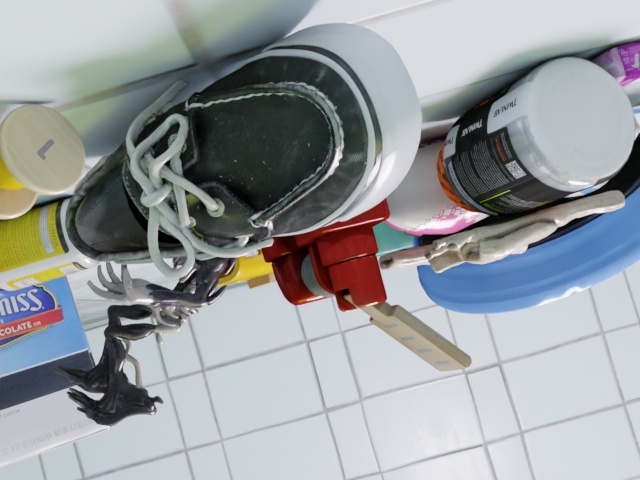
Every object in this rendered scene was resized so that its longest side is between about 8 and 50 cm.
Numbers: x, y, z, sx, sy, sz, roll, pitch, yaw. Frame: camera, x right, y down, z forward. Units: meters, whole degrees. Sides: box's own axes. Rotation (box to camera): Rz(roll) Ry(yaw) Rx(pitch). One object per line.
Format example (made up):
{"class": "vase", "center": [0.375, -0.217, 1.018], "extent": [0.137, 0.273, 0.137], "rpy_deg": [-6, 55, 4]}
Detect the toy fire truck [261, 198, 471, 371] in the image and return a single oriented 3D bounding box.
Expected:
{"class": "toy fire truck", "center": [0.034, 0.032, 0.884], "extent": [0.159, 0.246, 0.217], "rpy_deg": [-13, 175, -16]}

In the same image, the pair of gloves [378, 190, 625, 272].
{"class": "pair of gloves", "center": [0.189, 0.002, 0.926], "extent": [0.204, 0.042, 0.240], "rpy_deg": [-15, 177, -18]}

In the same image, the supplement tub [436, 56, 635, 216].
{"class": "supplement tub", "center": [0.192, -0.088, 0.805], "extent": [0.117, 0.117, 0.190], "rpy_deg": [-14, 175, -21]}

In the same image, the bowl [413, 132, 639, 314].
{"class": "bowl", "center": [0.310, -0.038, 1.209], "extent": [0.391, 0.077, 0.391], "rpy_deg": [-25, -162, 9]}

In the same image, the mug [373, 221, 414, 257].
{"class": "mug", "center": [0.085, -0.023, 1.373], "extent": [0.129, 0.097, 0.158], "rpy_deg": [-17, 175, 20]}

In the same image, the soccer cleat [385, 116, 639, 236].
{"class": "soccer cleat", "center": [0.213, -0.098, 0.965], "extent": [0.331, 0.116, 0.143], "rpy_deg": [-13, 155, -25]}

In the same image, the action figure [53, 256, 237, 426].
{"class": "action figure", "center": [-0.168, 0.038, 0.831], "extent": [0.141, 0.275, 0.164], "rpy_deg": [26, -175, -24]}

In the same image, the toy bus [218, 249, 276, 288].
{"class": "toy bus", "center": [-0.091, 0.009, 1.102], "extent": [0.202, 0.104, 0.191], "rpy_deg": [-14, 176, -13]}

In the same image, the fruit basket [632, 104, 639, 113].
{"class": "fruit basket", "center": [0.503, -0.154, 0.813], "extent": [0.327, 0.165, 0.353], "rpy_deg": [-13, 178, -33]}

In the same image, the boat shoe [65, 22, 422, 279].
{"class": "boat shoe", "center": [-0.071, -0.040, 0.515], "extent": [0.105, 0.113, 0.306], "rpy_deg": [-30, -166, -36]}

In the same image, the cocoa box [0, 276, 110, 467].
{"class": "cocoa box", "center": [-0.449, 0.177, 1.131], "extent": [0.231, 0.227, 0.347], "rpy_deg": [-16, 176, -27]}

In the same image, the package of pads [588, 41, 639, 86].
{"class": "package of pads", "center": [0.265, -0.154, 0.787], "extent": [0.050, 0.032, 0.083], "rpy_deg": [-17, 176, -21]}

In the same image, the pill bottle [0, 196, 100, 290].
{"class": "pill bottle", "center": [-0.257, 0.007, 0.751], "extent": [0.116, 0.065, 0.065], "rpy_deg": [-16, 176, 7]}

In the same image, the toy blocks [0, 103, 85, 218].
{"class": "toy blocks", "center": [-0.227, -0.028, 0.487], "extent": [0.148, 0.054, 0.123], "rpy_deg": [-19, 175, 38]}
